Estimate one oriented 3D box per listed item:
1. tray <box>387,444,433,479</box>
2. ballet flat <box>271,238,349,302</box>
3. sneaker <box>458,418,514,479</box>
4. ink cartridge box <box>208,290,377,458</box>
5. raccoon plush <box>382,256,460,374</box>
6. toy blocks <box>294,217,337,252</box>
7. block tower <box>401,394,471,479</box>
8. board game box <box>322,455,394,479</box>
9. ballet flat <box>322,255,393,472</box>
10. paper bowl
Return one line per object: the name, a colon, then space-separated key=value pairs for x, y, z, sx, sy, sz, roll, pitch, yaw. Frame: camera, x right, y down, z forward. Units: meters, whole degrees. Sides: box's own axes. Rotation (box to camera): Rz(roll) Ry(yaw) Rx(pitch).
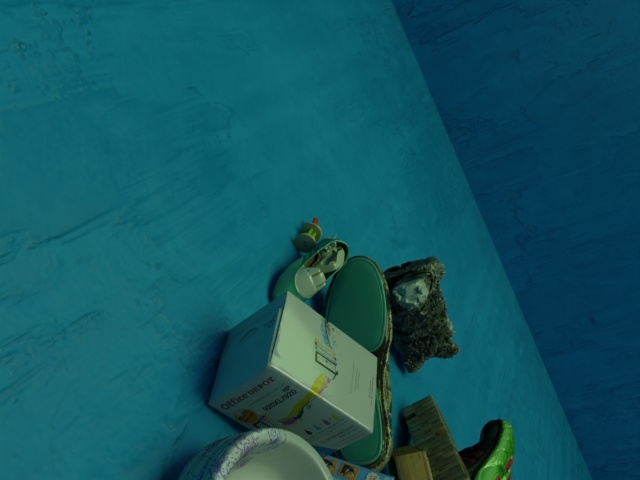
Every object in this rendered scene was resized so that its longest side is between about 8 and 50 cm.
tray: x=0.225 y=0.656 z=1.380 sx=0.203 sy=0.076 sz=0.411 roll=92 pitch=-14 yaw=-75
ballet flat: x=-0.012 y=0.066 z=1.402 sx=0.247 sy=0.087 sz=0.083 roll=-45 pitch=113 yaw=-45
sneaker: x=0.371 y=0.593 z=1.675 sx=0.483 sy=0.202 sz=0.185 roll=-24 pitch=121 yaw=-55
ink cartridge box: x=-0.043 y=0.242 z=1.134 sx=0.233 sy=0.171 sz=0.168 roll=38 pitch=35 yaw=-22
raccoon plush: x=0.236 y=0.227 z=1.669 sx=0.446 sy=0.216 sz=0.299 roll=-27 pitch=100 yaw=-71
toy blocks: x=0.000 y=0.000 z=1.570 sx=0.123 sy=0.054 sz=0.148 roll=61 pitch=28 yaw=-19
block tower: x=0.285 y=0.513 z=1.582 sx=0.091 sy=0.097 sz=0.335 roll=60 pitch=4 yaw=-20
board game box: x=0.010 y=0.447 z=1.129 sx=0.160 sy=0.211 sz=0.039 roll=-58 pitch=159 yaw=-58
ballet flat: x=0.090 y=0.284 z=1.471 sx=0.182 sy=0.164 sz=0.483 roll=64 pitch=23 yaw=-66
paper bowl: x=-0.104 y=0.428 z=0.946 sx=0.284 sy=0.148 sz=0.284 roll=31 pitch=47 yaw=-39
